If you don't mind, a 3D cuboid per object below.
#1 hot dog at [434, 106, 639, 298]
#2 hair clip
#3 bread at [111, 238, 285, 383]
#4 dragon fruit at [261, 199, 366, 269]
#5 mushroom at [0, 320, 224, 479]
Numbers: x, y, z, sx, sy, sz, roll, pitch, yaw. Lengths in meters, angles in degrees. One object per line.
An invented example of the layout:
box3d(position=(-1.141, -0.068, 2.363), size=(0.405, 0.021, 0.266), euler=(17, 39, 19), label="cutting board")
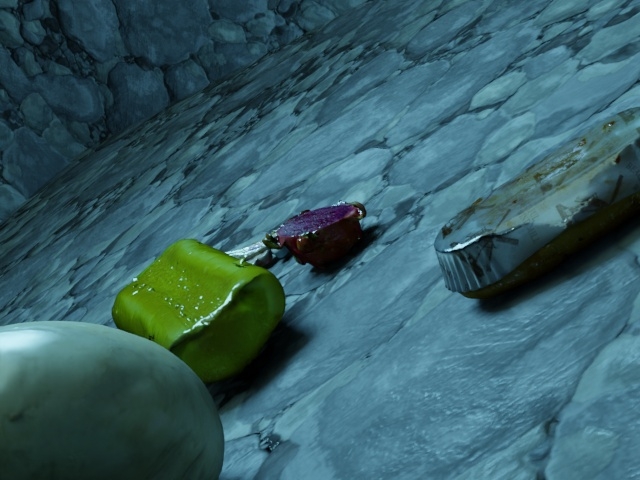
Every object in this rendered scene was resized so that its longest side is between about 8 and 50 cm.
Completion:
box3d(position=(0.231, -0.032, 1.270), size=(0.268, 0.075, 0.144), euler=(-29, 21, 11), label="hot dog")
box3d(position=(-0.099, 0.024, 1.849), size=(0.214, 0.056, 0.062), euler=(-20, 33, 21), label="hair clip")
box3d(position=(-0.149, 0.092, 1.635), size=(0.166, 0.112, 0.383), euler=(-42, 18, -12), label="bread")
box3d(position=(0.005, -0.002, 1.679), size=(0.112, 0.068, 0.126), euler=(0, 25, 48), label="dragon fruit")
box3d(position=(-0.248, 0.198, 1.213), size=(0.315, 0.315, 0.356), euler=(-36, 8, 2), label="mushroom")
